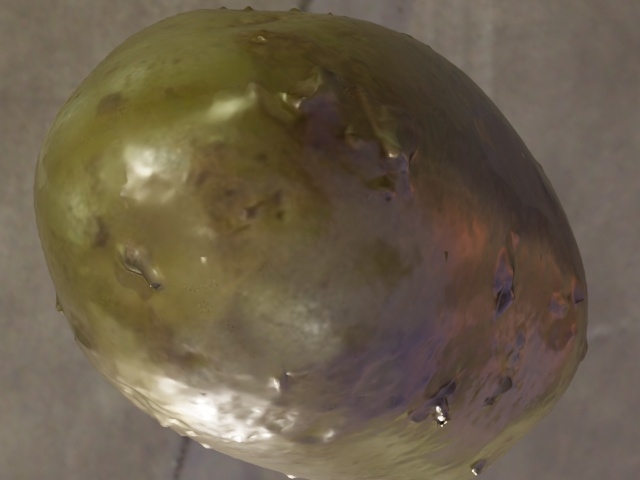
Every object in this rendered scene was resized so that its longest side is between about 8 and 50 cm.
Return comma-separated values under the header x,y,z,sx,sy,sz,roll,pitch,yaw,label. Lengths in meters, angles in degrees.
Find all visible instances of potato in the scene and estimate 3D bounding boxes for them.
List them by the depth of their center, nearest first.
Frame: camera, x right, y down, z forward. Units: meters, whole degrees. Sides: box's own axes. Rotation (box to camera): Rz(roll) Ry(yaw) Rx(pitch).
x,y,z,sx,sy,sz,roll,pitch,yaw,label
0.000,0.000,0.744,0.173,0.210,0.307,-25,164,17,potato
